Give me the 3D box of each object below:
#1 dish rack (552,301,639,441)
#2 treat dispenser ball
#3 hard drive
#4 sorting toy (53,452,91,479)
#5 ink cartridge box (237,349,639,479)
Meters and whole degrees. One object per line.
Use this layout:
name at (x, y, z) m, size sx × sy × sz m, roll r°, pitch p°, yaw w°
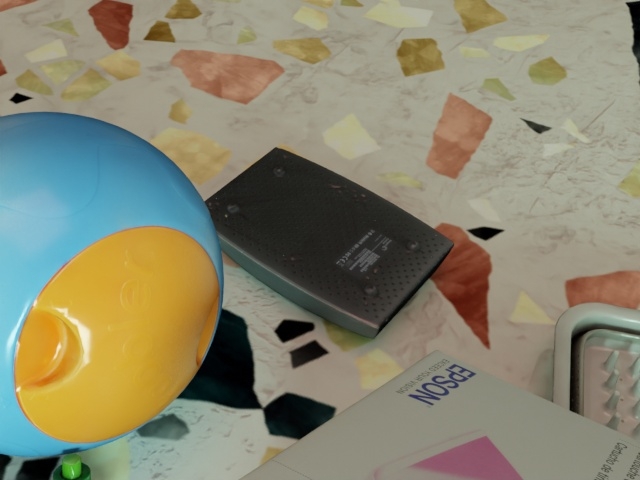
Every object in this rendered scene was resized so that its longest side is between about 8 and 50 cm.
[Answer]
dish rack at (0.368, 0.204, 0.704) m, size 0.333 × 0.072 × 0.285 m, roll 12°, pitch 48°, yaw 6°
treat dispenser ball at (-0.227, 0.035, 0.668) m, size 0.288 × 0.288 × 0.288 m, roll 2°, pitch 47°, yaw -2°
hard drive at (0.000, 0.000, 0.879) m, size 0.255 × 0.054 × 0.172 m, roll 30°, pitch 51°, yaw 22°
sorting toy at (-0.214, 0.262, 0.479) m, size 0.127 × 0.126 × 0.365 m, roll 8°, pitch 23°, yaw 4°
ink cartridge box at (0.145, 0.199, 0.502) m, size 0.330 × 0.071 × 0.324 m, roll 20°, pitch 19°, yaw 27°
